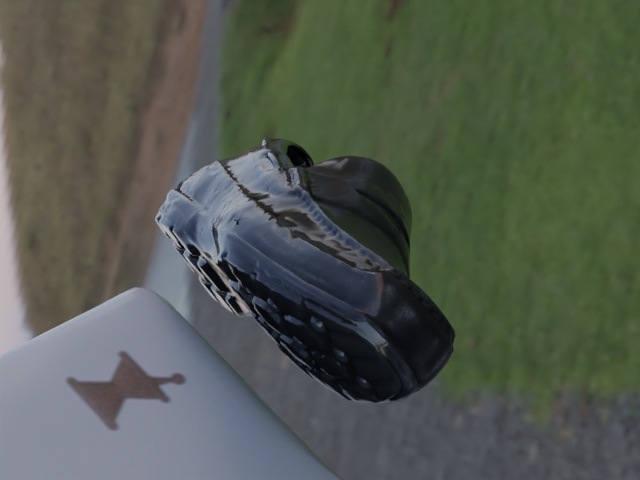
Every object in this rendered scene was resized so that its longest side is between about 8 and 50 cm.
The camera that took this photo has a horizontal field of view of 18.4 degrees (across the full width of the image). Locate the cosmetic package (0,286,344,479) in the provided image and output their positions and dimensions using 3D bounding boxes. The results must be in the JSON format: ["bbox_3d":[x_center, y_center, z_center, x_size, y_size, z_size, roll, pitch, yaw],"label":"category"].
[{"bbox_3d":[-0.122,0.303,0.809,0.327,0.329,0.394,-27,-32,-36],"label":"cosmetic package"}]

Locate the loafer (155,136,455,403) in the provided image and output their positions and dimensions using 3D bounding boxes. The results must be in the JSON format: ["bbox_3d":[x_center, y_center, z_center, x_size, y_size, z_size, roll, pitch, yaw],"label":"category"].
[{"bbox_3d":[0.000,0.000,0.742,0.078,0.076,0.223,-40,21,-7],"label":"loafer"}]
